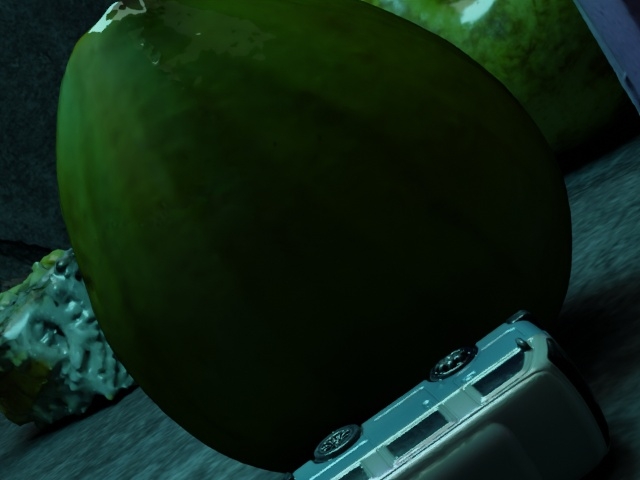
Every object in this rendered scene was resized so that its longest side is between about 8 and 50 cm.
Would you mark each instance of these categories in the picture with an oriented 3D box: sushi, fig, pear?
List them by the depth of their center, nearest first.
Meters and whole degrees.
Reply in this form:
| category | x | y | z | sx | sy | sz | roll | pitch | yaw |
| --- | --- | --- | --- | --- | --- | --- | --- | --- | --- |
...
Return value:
| category | x | y | z | sx | sy | sz | roll | pitch | yaw |
| --- | --- | --- | --- | --- | --- | --- | --- | --- | --- |
| fig | -0.012 | -0.021 | 0.780 | 0.239 | 0.271 | 0.239 | -30 | 28 | 18 |
| pear | 0.144 | -0.179 | 1.242 | 0.283 | 0.283 | 0.283 | -31 | 8 | 5 |
| sushi | -0.223 | 0.076 | 1.482 | 0.184 | 0.139 | 0.274 | -27 | 11 | 48 |

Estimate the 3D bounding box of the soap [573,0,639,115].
| category | x | y | z | sx | sy | sz | roll | pitch | yaw |
| --- | --- | --- | --- | --- | --- | --- | --- | --- | --- |
| soap | 0.275 | -0.165 | 0.881 | 0.259 | 0.181 | 0.081 | -31 | 4 | -3 |

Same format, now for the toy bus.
| category | x | y | z | sx | sy | sz | roll | pitch | yaw |
| --- | --- | --- | --- | --- | --- | --- | --- | --- | --- |
| toy bus | 0.054 | 0.087 | 0.621 | 0.123 | 0.060 | 0.075 | -35 | 12 | -5 |
